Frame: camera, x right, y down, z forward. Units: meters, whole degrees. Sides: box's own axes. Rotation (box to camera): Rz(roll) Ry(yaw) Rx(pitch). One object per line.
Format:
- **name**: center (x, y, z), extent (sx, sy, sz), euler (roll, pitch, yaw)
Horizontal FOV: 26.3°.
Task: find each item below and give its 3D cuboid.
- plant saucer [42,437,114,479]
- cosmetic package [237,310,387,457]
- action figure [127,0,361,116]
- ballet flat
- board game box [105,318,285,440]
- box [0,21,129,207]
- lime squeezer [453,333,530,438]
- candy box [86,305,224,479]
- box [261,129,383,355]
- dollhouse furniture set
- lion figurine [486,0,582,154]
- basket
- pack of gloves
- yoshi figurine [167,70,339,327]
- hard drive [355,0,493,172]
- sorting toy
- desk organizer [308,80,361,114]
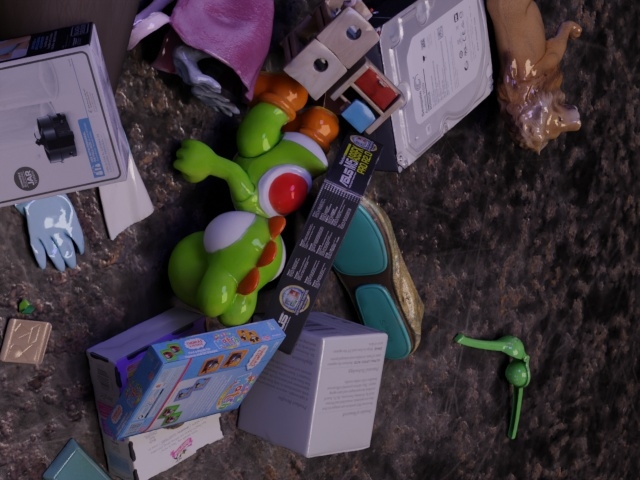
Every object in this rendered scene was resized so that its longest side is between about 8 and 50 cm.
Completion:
- **plant saucer**: center (-0.309, 0.353, 1.897), extent (0.067, 0.018, 0.192), euler (-53, 135, -22)
- **cosmetic package**: center (-0.012, 0.214, 2.077), extent (0.151, 0.151, 0.184), euler (0, 102, -48)
- **action figure**: center (-0.103, -0.363, 1.814), extent (0.275, 0.248, 0.370), euler (23, 85, -26)
- **ballet flat**: center (0.084, 0.033, 2.172), extent (0.123, 0.123, 0.349), euler (-44, 129, -30)
- **board game box**: center (-0.164, 0.183, 1.821), extent (0.211, 0.039, 0.160), euler (-8, 141, -44)
- **box**: center (-0.371, -0.123, 1.513), extent (0.289, 0.087, 0.169), euler (-11, 117, 0)
- **lime squeezer**: center (0.347, 0.246, 2.548), extent (0.110, 0.058, 0.310), euler (-52, 134, -24)
- **candy box**: center (-0.227, 0.215, 1.905), extent (0.165, 0.070, 0.196), euler (-26, 119, -40)
- **box**: center (0.000, 0.000, 1.947), extent (0.216, 0.060, 0.270), euler (-64, 178, -64)
- **dollhouse furniture set**: center (0.054, -0.241, 1.915), extent (0.129, 0.129, 0.183), euler (-42, 111, 15)
- **lion figurine**: center (0.336, -0.355, 2.277), extent (0.240, 0.142, 0.392), euler (-55, 130, -39)
- **basket**: center (-0.307, -0.236, 1.594), extent (0.204, 0.154, 0.227), euler (3, 117, -14)
- **pack of gloves**: center (-0.307, -0.082, 1.751), extent (0.195, 0.046, 0.232), euler (-41, 128, -33)
- **yoshi figurine**: center (-0.114, -0.046, 1.916), extent (0.203, 0.203, 0.362), euler (106, 3, -65)
- **hard drive**: center (0.166, -0.280, 2.145), extent (0.339, 0.064, 0.237), euler (-40, 128, -46)
- **sorting toy**: center (-0.376, 0.116, 1.758), extent (0.062, 0.012, 0.083), euler (12, 96, -43)
- **desk organizer**: center (0.035, -0.218, 2.080), extent (0.130, 0.047, 0.050), euler (-4, 106, -47)
